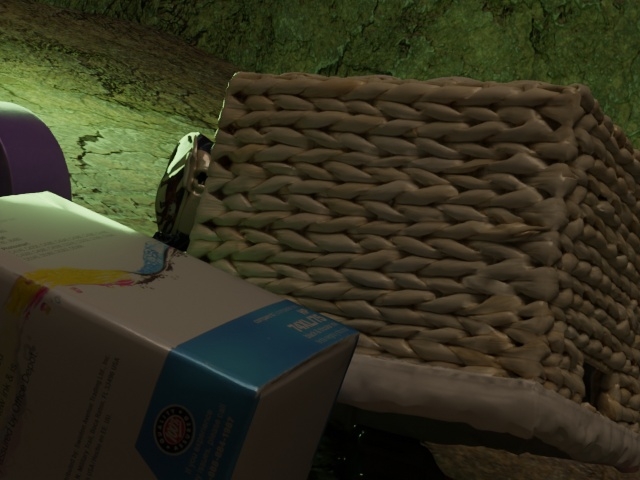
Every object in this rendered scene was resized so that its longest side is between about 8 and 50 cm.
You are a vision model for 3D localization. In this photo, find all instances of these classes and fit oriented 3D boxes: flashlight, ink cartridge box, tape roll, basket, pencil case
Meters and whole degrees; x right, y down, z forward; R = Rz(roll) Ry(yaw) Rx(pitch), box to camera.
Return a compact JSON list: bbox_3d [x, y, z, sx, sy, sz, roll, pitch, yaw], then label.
[{"bbox_3d":[0.162,0.225,1.134,0.304,0.103,0.103,18,11,-10],"label":"flashlight"},{"bbox_3d":[-0.152,0.110,0.927,0.270,0.198,0.197,24,14,16],"label":"ink cartridge box"},{"bbox_3d":[-0.331,-0.039,1.292,0.189,0.189,0.080,27,14,28],"label":"tape roll"},{"bbox_3d":[0.094,0.033,1.150,0.331,0.266,0.328,4,-12,28],"label":"basket"},{"bbox_3d":[0.000,0.000,1.672,0.410,0.160,0.183,17,-3,-11],"label":"pencil case"}]

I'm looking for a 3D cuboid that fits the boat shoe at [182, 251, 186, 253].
[{"bbox_3d":[-0.146,0.078,1.271,0.113,0.105,0.306,6,-8,-15],"label":"boat shoe"}]
